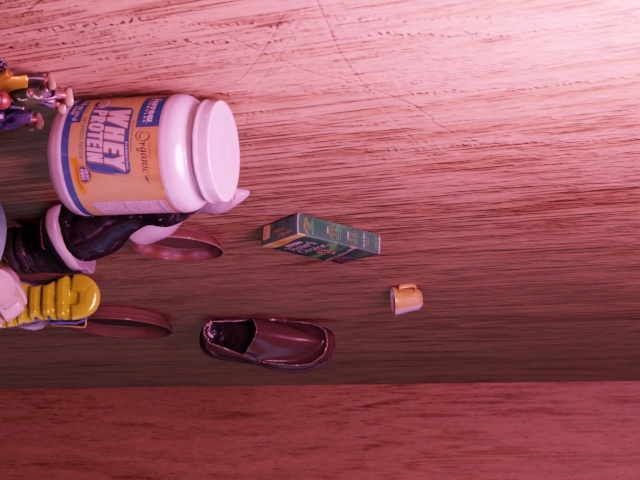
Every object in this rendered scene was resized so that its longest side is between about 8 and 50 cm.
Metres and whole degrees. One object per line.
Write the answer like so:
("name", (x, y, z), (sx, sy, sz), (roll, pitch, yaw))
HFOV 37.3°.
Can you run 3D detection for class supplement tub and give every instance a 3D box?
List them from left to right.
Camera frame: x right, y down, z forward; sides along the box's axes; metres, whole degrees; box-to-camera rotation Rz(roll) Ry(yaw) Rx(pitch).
("supplement tub", (-0.211, -0.104, 1.153), (0.200, 0.144, 0.144), (-2, 163, 12))

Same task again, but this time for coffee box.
("coffee box", (0.000, 0.000, 1.670), (0.184, 0.040, 0.113), (15, 160, -37))

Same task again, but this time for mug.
("mug", (0.190, 0.129, 2.065), (0.064, 0.062, 0.078), (-5, 171, -5))

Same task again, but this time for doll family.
("doll family", (-0.377, -0.161, 1.095), (0.111, 0.076, 0.193), (-9, 170, -42))

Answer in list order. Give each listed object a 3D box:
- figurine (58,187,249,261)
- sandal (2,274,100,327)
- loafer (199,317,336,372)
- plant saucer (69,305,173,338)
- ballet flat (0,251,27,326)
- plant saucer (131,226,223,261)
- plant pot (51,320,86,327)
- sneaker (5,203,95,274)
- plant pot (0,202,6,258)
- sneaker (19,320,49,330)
("figurine", (-0.233, -0.044, 1.392), (0.209, 0.092, 0.215), (-12, -176, 29))
("sandal", (-0.637, 0.142, 2.112), (0.317, 0.126, 0.138), (3, 168, 2))
("loafer", (-0.143, 0.266, 2.441), (0.366, 0.133, 0.130), (0, 164, 7))
("plant saucer", (-0.524, 0.214, 2.485), (0.278, 0.041, 0.278), (2, 165, 0))
("ballet flat", (-0.625, 0.069, 1.725), (0.182, 0.164, 0.483), (36, 161, 4))
("plant saucer", (-0.262, 0.005, 1.744), (0.169, 0.029, 0.168), (1, 164, 0))
("plant pot", (-0.594, 0.165, 2.260), (0.081, 0.081, 0.083), (5, 176, -10))
("sneaker", (-0.483, 0.008, 1.639), (0.147, 0.104, 0.296), (-2, 169, -5))
("plant pot", (-0.567, -0.053, 1.163), (0.293, 0.293, 0.235), (1, 147, 2))
("sneaker", (-0.762, 0.152, 2.217), (0.252, 0.103, 0.111), (-1, 161, -13))
